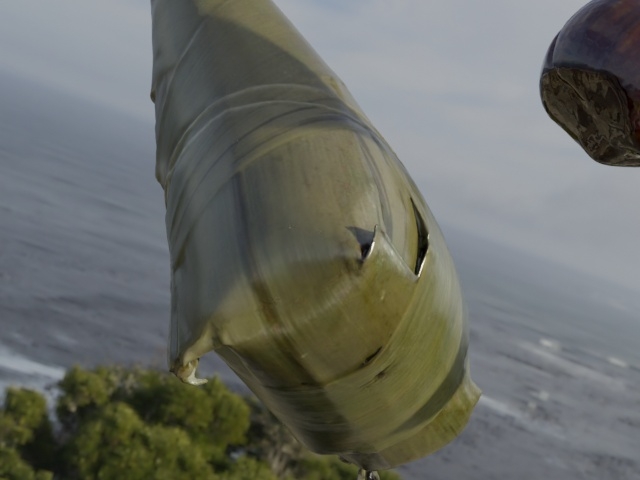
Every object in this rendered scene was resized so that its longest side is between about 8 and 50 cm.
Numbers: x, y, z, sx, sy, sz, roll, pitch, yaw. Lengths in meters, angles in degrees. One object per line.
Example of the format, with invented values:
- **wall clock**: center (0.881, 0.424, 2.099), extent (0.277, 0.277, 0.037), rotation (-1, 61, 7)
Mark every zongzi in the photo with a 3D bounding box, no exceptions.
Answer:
- **zongzi**: center (0.000, 0.000, 0.938), extent (0.447, 0.181, 0.418), rotation (59, 10, -57)

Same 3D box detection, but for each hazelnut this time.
- **hazelnut**: center (0.384, -0.191, 1.414), extent (0.218, 0.218, 0.234), rotation (16, 15, -47)
